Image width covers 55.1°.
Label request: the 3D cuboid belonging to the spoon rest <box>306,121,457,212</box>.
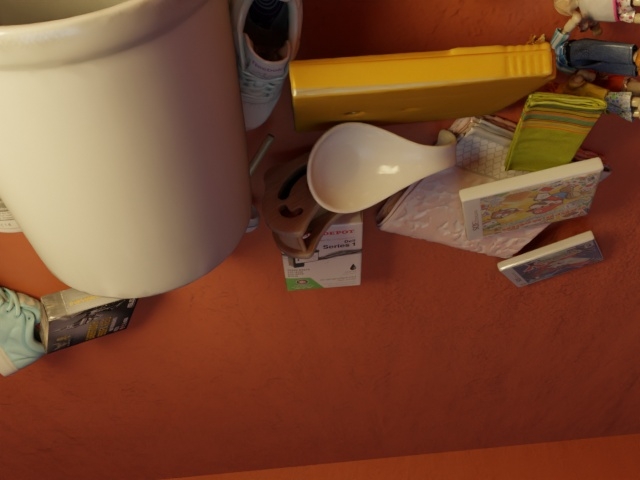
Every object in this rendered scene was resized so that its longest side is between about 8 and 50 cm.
[{"bbox_3d":[0.104,-0.123,0.941,0.276,0.084,0.137,-15,112,-25],"label":"spoon rest"}]

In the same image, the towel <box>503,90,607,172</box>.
[{"bbox_3d":[0.346,-0.153,0.930,0.102,0.021,0.237,10,165,11],"label":"towel"}]

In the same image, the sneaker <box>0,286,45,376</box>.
[{"bbox_3d":[-0.689,0.142,1.324,0.150,0.135,0.366,-28,144,-21],"label":"sneaker"}]

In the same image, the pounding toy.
[{"bbox_3d":[-0.028,-0.081,0.997,0.269,0.154,0.155,-24,144,-3],"label":"pounding toy"}]

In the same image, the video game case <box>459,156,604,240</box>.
[{"bbox_3d":[0.364,-0.065,1.081,0.227,0.026,0.206,-13,158,12],"label":"video game case"}]

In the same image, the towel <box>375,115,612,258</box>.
[{"bbox_3d":[0.320,-0.084,1.160,0.331,0.053,0.317,13,141,-22],"label":"towel"}]

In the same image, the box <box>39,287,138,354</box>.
[{"bbox_3d":[-0.495,0.157,1.306,0.183,0.056,0.231,-17,162,-32],"label":"box"}]

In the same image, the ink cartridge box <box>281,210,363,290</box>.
[{"bbox_3d":[0.000,0.000,1.203,0.160,0.093,0.219,-5,145,0],"label":"ink cartridge box"}]

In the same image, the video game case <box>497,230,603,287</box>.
[{"bbox_3d":[0.509,0.046,1.352,0.201,0.023,0.183,-23,154,23],"label":"video game case"}]

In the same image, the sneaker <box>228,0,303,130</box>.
[{"bbox_3d":[-0.093,-0.242,0.806,0.114,0.152,0.305,3,145,-13],"label":"sneaker"}]

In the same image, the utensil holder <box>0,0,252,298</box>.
[{"bbox_3d":[-0.252,-0.161,0.722,0.327,0.328,0.385,-3,139,-2],"label":"utensil holder"}]

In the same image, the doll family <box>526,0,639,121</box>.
[{"bbox_3d":[0.376,-0.242,0.862,0.163,0.118,0.263,23,163,40],"label":"doll family"}]

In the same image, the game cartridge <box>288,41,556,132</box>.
[{"bbox_3d":[0.120,-0.204,0.842,0.323,0.053,0.285,-7,-178,-2],"label":"game cartridge"}]

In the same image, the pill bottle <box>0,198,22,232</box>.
[{"bbox_3d":[-0.470,-0.154,0.875,0.161,0.161,0.283,0,144,-7],"label":"pill bottle"}]

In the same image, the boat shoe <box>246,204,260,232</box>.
[{"bbox_3d":[-0.184,-0.084,1.071,0.226,0.083,0.076,28,134,-36],"label":"boat shoe"}]
